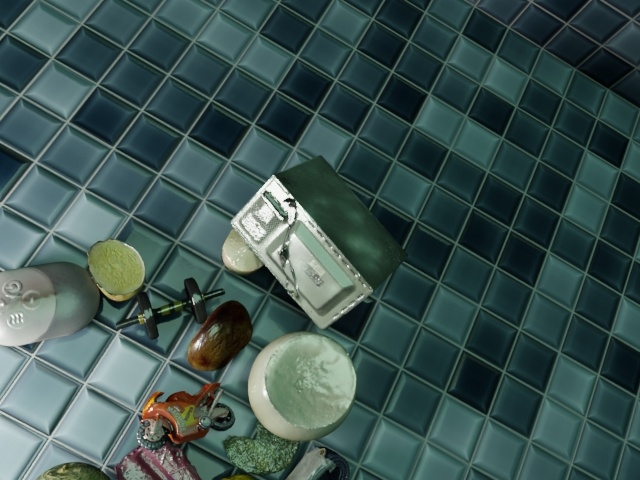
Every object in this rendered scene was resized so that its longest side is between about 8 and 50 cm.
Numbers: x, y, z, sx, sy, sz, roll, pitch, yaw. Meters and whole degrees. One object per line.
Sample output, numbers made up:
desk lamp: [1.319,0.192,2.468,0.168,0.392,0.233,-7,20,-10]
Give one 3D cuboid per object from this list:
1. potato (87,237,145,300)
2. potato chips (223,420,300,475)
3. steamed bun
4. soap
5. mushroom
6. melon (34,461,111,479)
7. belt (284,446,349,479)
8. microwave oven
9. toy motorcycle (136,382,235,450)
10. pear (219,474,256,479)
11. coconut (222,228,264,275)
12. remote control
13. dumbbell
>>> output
potato: [-0.612,0.095,1.808,0.164,0.081,0.200,-20,65,-34]
potato chips: [-0.171,0.597,1.808,0.220,0.029,0.201,-23,83,-22]
steamed bun: [-0.054,0.427,1.793,0.325,0.206,0.324,6,69,-16]
soap: [-0.419,0.703,1.650,0.220,0.127,0.325,-39,82,-25]
mushroom: [-0.286,0.289,1.786,0.138,0.194,0.231,35,79,-1]
melon: [-0.629,0.724,1.527,0.249,0.248,0.328,-3,91,-16]
belt: [-0.028,0.707,1.762,0.230,0.126,0.139,-45,112,-23]
microwave oven: [0.000,0.000,1.850,0.432,0.236,0.374,49,31,4]
toy motorcycle: [-0.381,0.484,1.697,0.298,0.089,0.171,-3,41,-41]
pear: [-0.225,0.732,1.688,0.149,0.149,0.162,-12,83,-18]
coconut: [-0.232,0.033,1.900,0.147,0.152,0.147,3,75,-13]
remote control: [-0.803,0.177,1.731,0.332,0.103,0.220,-10,78,-19]
dumbbell: [-0.440,0.200,1.798,0.326,0.143,0.143,-17,78,-19]
